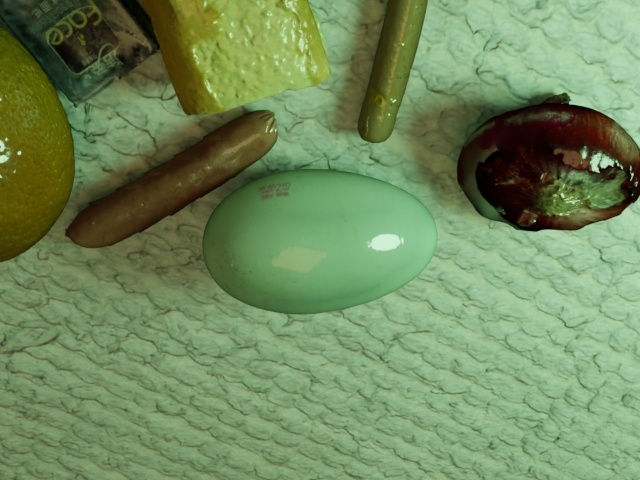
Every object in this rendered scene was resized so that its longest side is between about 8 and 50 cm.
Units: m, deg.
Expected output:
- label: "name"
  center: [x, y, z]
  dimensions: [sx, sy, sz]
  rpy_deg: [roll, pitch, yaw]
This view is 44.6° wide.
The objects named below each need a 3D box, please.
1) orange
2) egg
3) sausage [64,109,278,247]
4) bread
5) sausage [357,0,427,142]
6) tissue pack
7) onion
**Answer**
- label: "orange"
  center: [-0.521, -0.137, 1.125]
  dimensions: [0.322, 0.322, 0.357]
  rpy_deg: [6, 111, -2]
- label: "egg"
  center: [0.000, 0.000, 1.233]
  dimensions: [0.371, 0.230, 0.230]
  rpy_deg: [-5, 121, -4]
- label: "sausage"
  center: [-0.246, -0.089, 1.271]
  dimensions: [0.433, 0.088, 0.088]
  rpy_deg: [-27, 116, 18]
- label: "bread"
  center: [-0.142, -0.367, 1.055]
  dimensions: [0.237, 0.165, 0.375]
  rpy_deg: [-14, 120, 9]
- label: "sausage"
  center: [0.111, -0.284, 1.155]
  dimensions: [0.066, 0.066, 0.301]
  rpy_deg: [11, 122, -5]
- label: "tissue pack"
  center: [-0.365, -0.335, 1.134]
  dimensions: [0.173, 0.073, 0.235]
  rpy_deg: [-27, 116, 18]
- label: "onion"
  center: [0.350, -0.129, 1.193]
  dimensions: [0.272, 0.195, 0.272]
  rpy_deg: [14, 155, 6]
